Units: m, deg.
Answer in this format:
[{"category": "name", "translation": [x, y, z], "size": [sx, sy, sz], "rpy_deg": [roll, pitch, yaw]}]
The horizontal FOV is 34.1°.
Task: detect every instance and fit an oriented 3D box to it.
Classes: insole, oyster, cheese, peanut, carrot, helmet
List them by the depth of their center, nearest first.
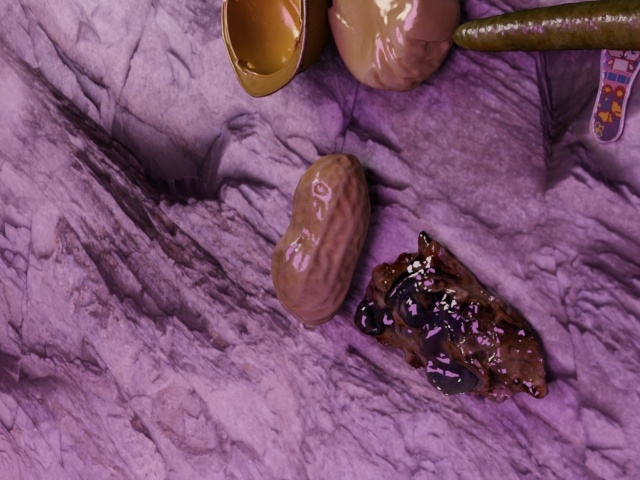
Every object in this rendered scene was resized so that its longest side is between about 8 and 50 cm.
[{"category": "carrot", "translation": [0.337, -0.293, 1.446], "size": [0.359, 0.074, 0.074], "rpy_deg": [4, 102, 39]}, {"category": "insole", "translation": [0.413, -0.229, 1.449], "size": [0.065, 0.004, 0.197], "rpy_deg": [24, 114, 35]}, {"category": "cheese", "translation": [0.106, -0.349, 1.625], "size": [0.226, 0.117, 0.214], "rpy_deg": [53, 132, 26]}, {"category": "oyster", "translation": [0.198, 0.162, 1.665], "size": [0.361, 0.096, 0.221], "rpy_deg": [45, 131, 28]}, {"category": "helmet", "translation": [-0.050, -0.361, 1.732], "size": [0.205, 0.140, 0.256], "rpy_deg": [-20, 77, 43]}, {"category": "peanut", "translation": [0.000, 0.000, 1.767], "size": [0.152, 0.152, 0.313], "rpy_deg": [34, 118, 31]}]
